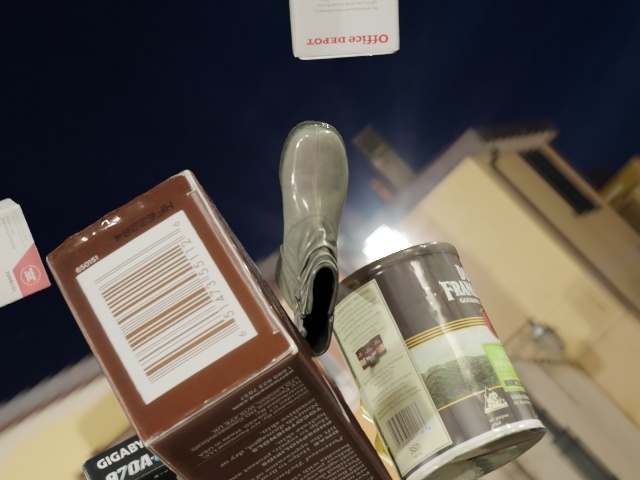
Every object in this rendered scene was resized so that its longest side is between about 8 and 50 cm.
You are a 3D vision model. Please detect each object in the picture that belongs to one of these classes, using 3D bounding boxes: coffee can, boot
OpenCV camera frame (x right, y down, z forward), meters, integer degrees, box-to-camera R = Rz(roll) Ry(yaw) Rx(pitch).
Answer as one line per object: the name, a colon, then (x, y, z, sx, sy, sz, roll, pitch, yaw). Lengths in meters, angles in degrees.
coffee can: (0.144, 0.170, 1.959, 0.201, 0.275, 0.201, -22, -20, -9)
boot: (0.000, 0.000, 1.733, 0.083, 0.161, 0.246, 0, -64, -10)

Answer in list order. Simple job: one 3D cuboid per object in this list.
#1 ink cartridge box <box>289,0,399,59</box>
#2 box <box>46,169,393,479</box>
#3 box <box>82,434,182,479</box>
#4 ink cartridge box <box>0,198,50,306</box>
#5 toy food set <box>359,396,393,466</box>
ink cartridge box: (0.027, -0.341, 1.956, 0.139, 0.191, 0.082, -4, 20, -5)
box: (-0.067, 0.124, 1.264, 0.143, 0.191, 0.381, -32, -28, -3)
box: (-0.132, 0.243, 1.611, 0.220, 0.051, 0.175, -27, -32, -12)
ink cartridge box: (-0.453, 0.039, 1.872, 0.198, 0.115, 0.067, -24, 18, -17)
toy food set: (0.147, 0.290, 2.272, 0.071, 0.218, 0.128, -17, -56, -29)
